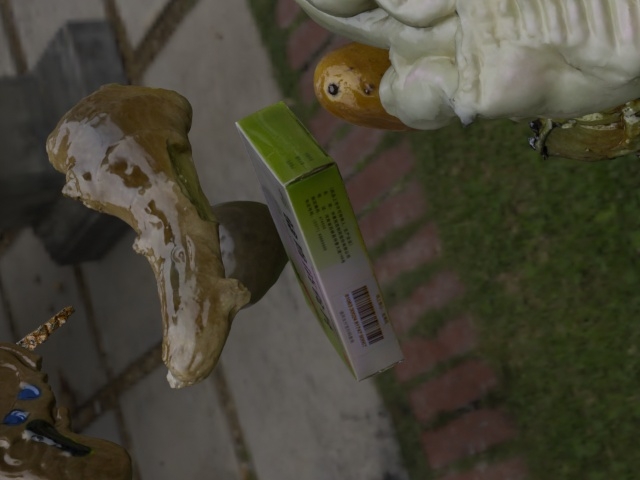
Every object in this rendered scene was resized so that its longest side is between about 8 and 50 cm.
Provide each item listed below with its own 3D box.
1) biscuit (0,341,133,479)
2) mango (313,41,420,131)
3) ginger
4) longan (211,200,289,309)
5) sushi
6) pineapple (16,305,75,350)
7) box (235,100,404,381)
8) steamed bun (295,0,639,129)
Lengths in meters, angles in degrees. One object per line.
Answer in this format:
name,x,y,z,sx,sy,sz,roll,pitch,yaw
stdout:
biscuit,-0.314,0.171,1.243,0.319,0.183,0.047,23,136,30
mango,0.097,-0.201,1.731,0.147,0.227,0.109,44,126,57
ginger,-0.144,-0.016,1.100,0.086,0.131,0.295,84,167,-62
longan,-0.128,0.021,2.015,0.167,0.187,0.167,30,133,39
sushi,0.426,-0.185,1.776,0.139,0.290,0.131,88,175,-63
pineapple,-0.329,0.108,1.574,0.083,0.045,0.019,-35,101,22
box,0.000,0.000,1.410,0.175,0.062,0.260,-126,14,-57
steamed bun,0.107,-0.216,0.842,0.320,0.206,0.275,45,116,7
